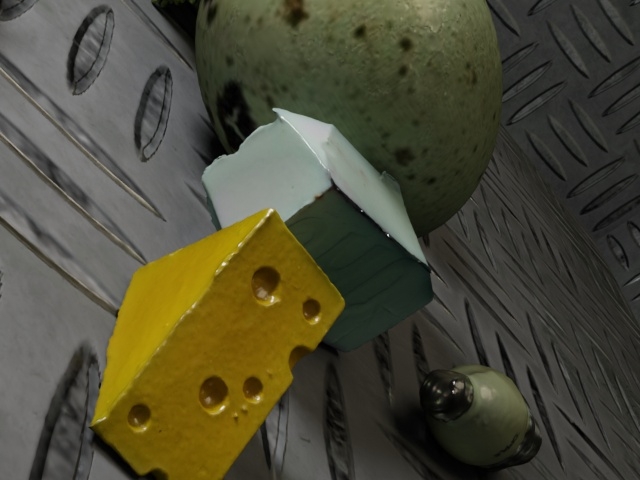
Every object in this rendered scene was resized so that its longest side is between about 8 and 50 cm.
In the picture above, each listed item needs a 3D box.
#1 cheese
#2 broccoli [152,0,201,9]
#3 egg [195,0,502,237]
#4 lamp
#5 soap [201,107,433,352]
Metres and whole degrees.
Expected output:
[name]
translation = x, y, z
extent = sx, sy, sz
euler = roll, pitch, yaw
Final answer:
[cheese]
translation = -0.076, 0.082, 0.671
extent = 0.093, 0.126, 0.171
euler = 53, 35, -23
[broccoli]
translation = -0.072, -0.294, 1.199
extent = 0.263, 0.246, 0.244
euler = 176, -91, -67
[egg]
translation = 0.035, -0.155, 1.044
extent = 0.379, 0.287, 0.288
euler = 54, 10, -52
[lamp]
translation = 0.167, 0.181, 1.078
extent = 0.250, 0.101, 0.101
euler = 37, 23, -51
[soap]
translation = 0.000, 0.000, 0.903
extent = 0.230, 0.145, 0.091
euler = 32, 28, -49
